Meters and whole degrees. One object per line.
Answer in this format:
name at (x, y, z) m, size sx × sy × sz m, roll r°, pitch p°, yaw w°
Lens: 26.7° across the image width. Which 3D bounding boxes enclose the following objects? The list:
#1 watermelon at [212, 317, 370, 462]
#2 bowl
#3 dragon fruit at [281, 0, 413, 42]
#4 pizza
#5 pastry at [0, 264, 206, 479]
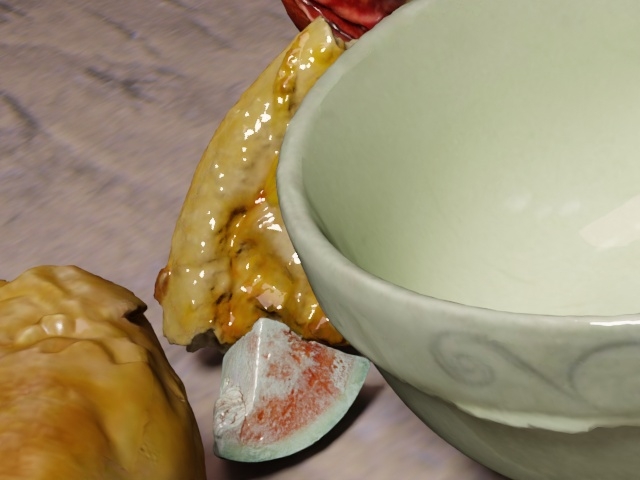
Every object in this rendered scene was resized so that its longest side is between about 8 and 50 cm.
watermelon at (-0.026, 0.066, 0.629) m, size 0.085 × 0.061 × 0.085 m, roll -11°, pitch 22°, yaw 5°
bowl at (0.147, -0.008, 0.548) m, size 0.307 × 0.163 × 0.307 m, roll -14°, pitch 30°, yaw 8°
dragon fruit at (0.091, -0.203, 0.806) m, size 0.278 × 0.277 × 0.342 m, roll -12°, pitch 17°, yaw 14°
pizza at (0.000, 0.000, 0.675) m, size 0.182 × 0.161 × 0.062 m, roll -51°, pitch -13°, yaw 5°
pastry at (-0.166, 0.139, 0.487) m, size 0.255 × 0.161 × 0.311 m, roll -6°, pitch 30°, yaw 19°
